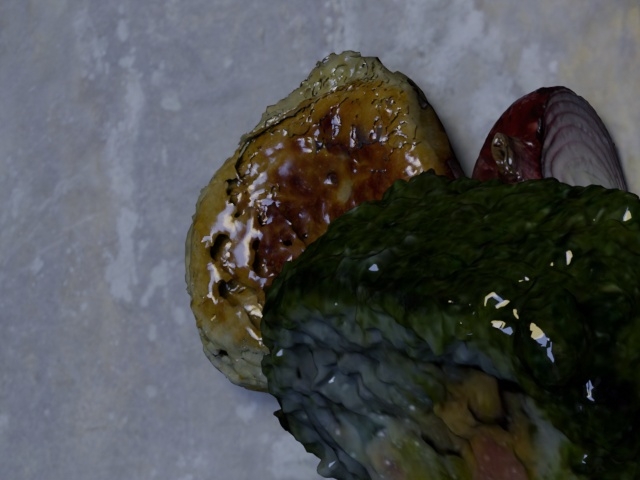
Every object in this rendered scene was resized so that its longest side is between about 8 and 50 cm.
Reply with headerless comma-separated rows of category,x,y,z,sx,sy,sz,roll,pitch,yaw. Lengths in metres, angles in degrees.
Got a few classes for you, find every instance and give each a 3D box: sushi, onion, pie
sushi,0.129,0.111,1.278,0.178,0.294,0.352,-38,24,-31
onion,0.159,-0.018,1.410,0.098,0.151,0.205,-28,46,39
pie,0.001,0.000,1.533,0.308,0.085,0.308,-8,74,30
